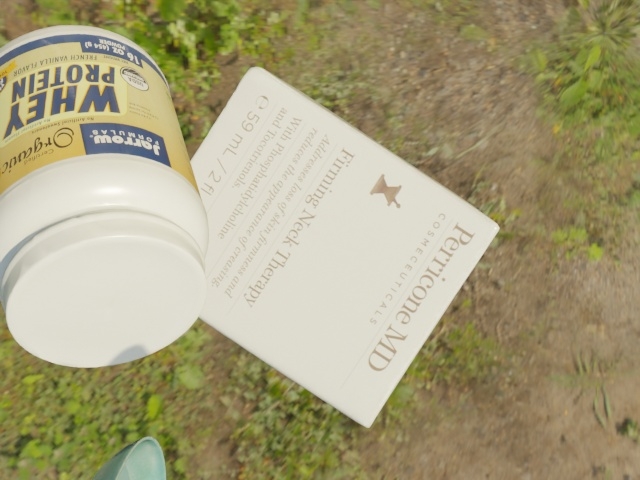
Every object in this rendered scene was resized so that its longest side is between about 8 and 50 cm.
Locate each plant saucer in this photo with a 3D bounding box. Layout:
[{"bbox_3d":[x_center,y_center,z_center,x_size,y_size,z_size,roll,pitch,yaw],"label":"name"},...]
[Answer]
[{"bbox_3d":[-0.114,0.166,0.583,0.021,0.119,0.119,7,103,9],"label":"plant saucer"}]

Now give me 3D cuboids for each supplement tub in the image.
[{"bbox_3d":[-0.244,-0.049,1.108,0.228,0.228,0.316,-38,48,18],"label":"supplement tub"}]

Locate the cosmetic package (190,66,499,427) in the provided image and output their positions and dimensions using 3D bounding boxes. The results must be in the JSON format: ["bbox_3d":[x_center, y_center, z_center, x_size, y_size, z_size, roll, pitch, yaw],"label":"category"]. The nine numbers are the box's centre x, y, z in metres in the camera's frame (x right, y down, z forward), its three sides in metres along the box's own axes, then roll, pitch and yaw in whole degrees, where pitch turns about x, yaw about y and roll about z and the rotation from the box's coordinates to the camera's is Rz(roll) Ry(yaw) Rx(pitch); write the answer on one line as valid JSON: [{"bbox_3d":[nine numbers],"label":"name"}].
[{"bbox_3d":[0.000,0.000,1.533,0.393,0.327,0.329,33,95,3],"label":"cosmetic package"}]
